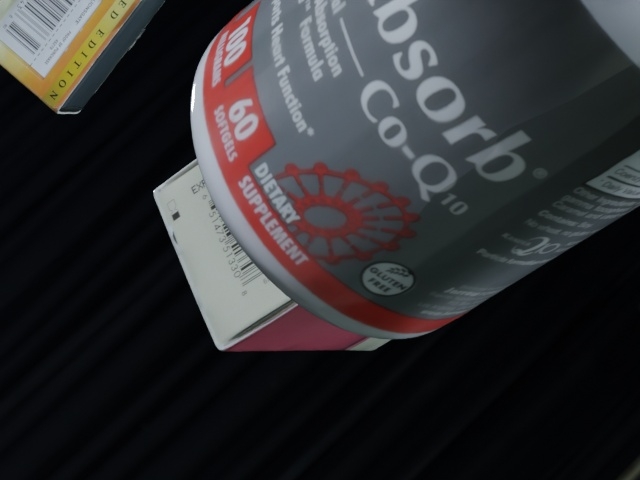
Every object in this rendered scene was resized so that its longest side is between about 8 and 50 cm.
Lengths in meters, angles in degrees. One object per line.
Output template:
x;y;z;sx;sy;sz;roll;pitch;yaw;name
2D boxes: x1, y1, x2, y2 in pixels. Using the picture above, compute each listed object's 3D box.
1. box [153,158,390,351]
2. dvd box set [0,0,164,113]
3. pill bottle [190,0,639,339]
0.000;0.000;1.366;0.232;0.127;0.149;4;57;-58;box
-0.286;-0.360;1.475;0.420;0.308;0.062;40;11;7;dvd box set
0.118;-0.114;0.840;0.363;0.210;0.210;-36;-84;37;pill bottle
